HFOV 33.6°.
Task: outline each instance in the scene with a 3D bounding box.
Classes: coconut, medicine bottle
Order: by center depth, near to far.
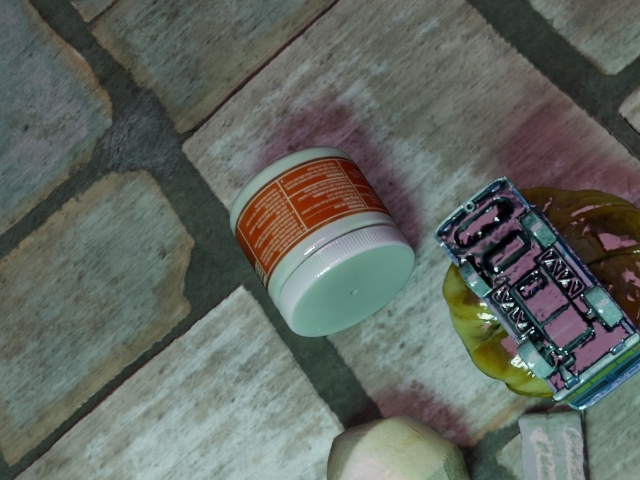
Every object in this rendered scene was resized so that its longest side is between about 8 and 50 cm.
[{"bbox_3d":[0.111,0.382,1.676,0.234,0.224,0.224,21,80,21],"label":"coconut"},{"bbox_3d":[0.000,0.000,1.838,0.252,0.252,0.241,-36,60,8],"label":"medicine bottle"}]

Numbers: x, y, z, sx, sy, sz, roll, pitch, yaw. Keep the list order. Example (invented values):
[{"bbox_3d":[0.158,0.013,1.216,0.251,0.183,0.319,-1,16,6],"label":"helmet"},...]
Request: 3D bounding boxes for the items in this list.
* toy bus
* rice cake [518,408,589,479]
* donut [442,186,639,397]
[{"bbox_3d":[0.318,0.076,1.523,0.152,0.190,0.312,-40,64,11],"label":"toy bus"},{"bbox_3d":[0.369,0.410,1.641,0.106,0.050,0.298,-9,68,21],"label":"rice cake"},{"bbox_3d":[0.379,0.078,1.694,0.360,0.170,0.360,-7,71,21],"label":"donut"}]
